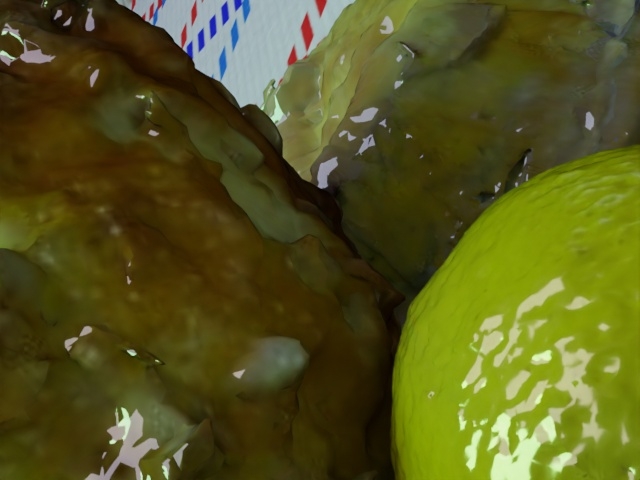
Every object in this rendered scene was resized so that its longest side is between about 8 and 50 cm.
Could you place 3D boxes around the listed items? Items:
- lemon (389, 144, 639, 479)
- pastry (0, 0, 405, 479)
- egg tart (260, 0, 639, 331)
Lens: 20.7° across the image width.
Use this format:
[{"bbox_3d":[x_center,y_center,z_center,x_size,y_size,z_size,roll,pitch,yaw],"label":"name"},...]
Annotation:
[{"bbox_3d":[0.106,0.061,0.514,0.180,0.181,0.193,-54,39,30],"label":"lemon"},{"bbox_3d":[-0.130,0.045,0.694,0.292,0.337,0.405,-38,-4,-2],"label":"pastry"},{"bbox_3d":[0.042,-0.032,0.943,0.352,0.150,0.352,-51,21,27],"label":"egg tart"}]
